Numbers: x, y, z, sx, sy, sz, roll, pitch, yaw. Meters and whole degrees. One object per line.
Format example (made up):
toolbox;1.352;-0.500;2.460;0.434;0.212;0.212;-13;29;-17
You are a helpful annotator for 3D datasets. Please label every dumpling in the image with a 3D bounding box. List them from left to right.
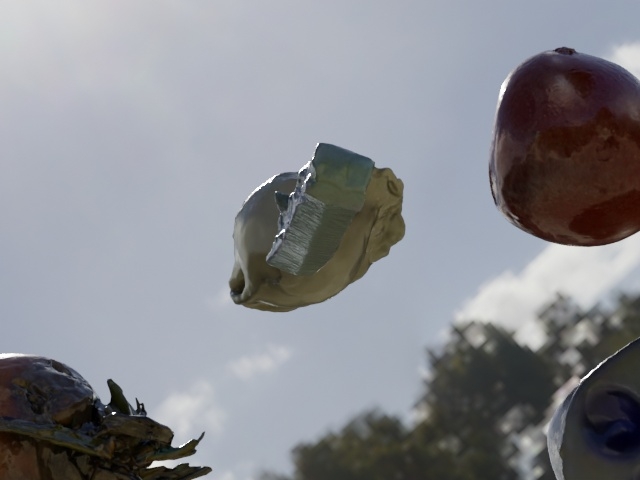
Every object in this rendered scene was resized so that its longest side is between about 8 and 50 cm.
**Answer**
dumpling;0.000;0.000;2.151;0.193;0.147;0.258;8;-45;-42

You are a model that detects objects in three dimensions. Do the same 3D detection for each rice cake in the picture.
rice cake;-0.005;-0.014;0.999;0.180;0.042;0.030;120;170;-75

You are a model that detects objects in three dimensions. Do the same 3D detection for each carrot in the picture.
carrot;-0.267;0.195;1.534;0.331;0.193;0.214;-20;32;18

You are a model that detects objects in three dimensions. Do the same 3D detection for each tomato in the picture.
tomato;0.205;-0.070;1.532;0.167;0.167;0.167;-39;-14;-12

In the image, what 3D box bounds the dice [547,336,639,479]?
dice;0.361;0.198;1.575;0.243;0.259;0.251;-39;-25;17
